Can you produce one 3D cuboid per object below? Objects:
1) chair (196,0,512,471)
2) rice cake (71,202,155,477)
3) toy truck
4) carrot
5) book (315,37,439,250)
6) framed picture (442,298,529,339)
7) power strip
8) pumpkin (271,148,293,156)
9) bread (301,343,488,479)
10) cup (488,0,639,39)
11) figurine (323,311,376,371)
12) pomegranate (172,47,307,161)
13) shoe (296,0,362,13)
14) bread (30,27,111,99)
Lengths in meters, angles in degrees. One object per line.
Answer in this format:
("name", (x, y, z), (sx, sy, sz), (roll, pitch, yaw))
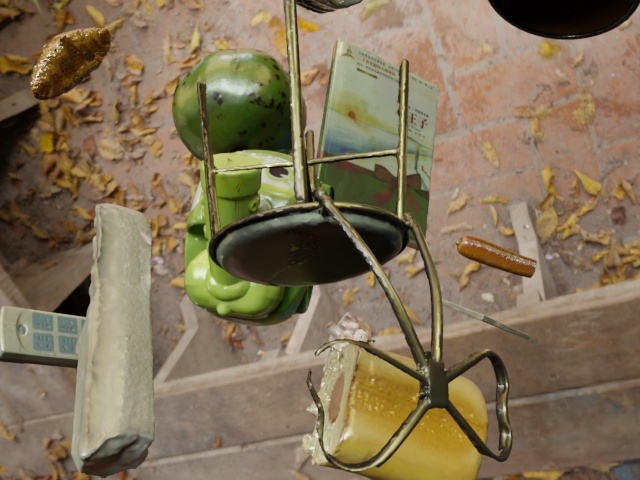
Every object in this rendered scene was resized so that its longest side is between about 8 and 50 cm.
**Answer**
("chair", (0.000, 0.000, 0.450), (0.160, 0.325, 0.170), (15, 149, -40))
("rice cake", (-0.170, 0.068, 0.518), (0.052, 0.256, 0.057), (-36, 134, 21))
("toy truck", (-0.075, 0.003, 0.639), (0.148, 0.210, 0.186), (11, 101, 6))
("carrot", (0.479, 0.043, 1.727), (0.225, 0.067, 0.067), (20, 122, 7))
("book", (0.087, -0.145, 0.938), (0.201, 0.289, 0.026), (18, 157, -25))
("framed picture", (0.170, 0.082, 0.654), (0.089, 0.066, 0.006), (24, 87, -38))
("power strip", (-0.373, 0.143, 0.901), (0.227, 0.079, 0.029), (16, 131, -40))
("pumpkin", (-0.053, -0.056, 1.091), (0.212, 0.152, 0.211), (38, 149, 28))
("bread", (0.078, 0.185, 0.634), (0.173, 0.134, 0.085), (23, 143, -10))
("cup", (0.398, -0.531, 1.035), (0.308, 0.292, 0.242), (15, 163, 25))
("figurine", (0.069, 0.291, 1.642), (0.141, 0.236, 0.162), (36, 112, -5))
("pomegranate", (-0.155, -0.258, 1.203), (0.255, 0.270, 0.254), (-8, 153, -4))
("shoe", (-0.038, -0.496, 1.135), (0.149, 0.293, 0.109), (10, 95, 48))
("bread", (-0.552, -0.389, 1.356), (0.076, 0.233, 0.105), (9, 144, 40))
